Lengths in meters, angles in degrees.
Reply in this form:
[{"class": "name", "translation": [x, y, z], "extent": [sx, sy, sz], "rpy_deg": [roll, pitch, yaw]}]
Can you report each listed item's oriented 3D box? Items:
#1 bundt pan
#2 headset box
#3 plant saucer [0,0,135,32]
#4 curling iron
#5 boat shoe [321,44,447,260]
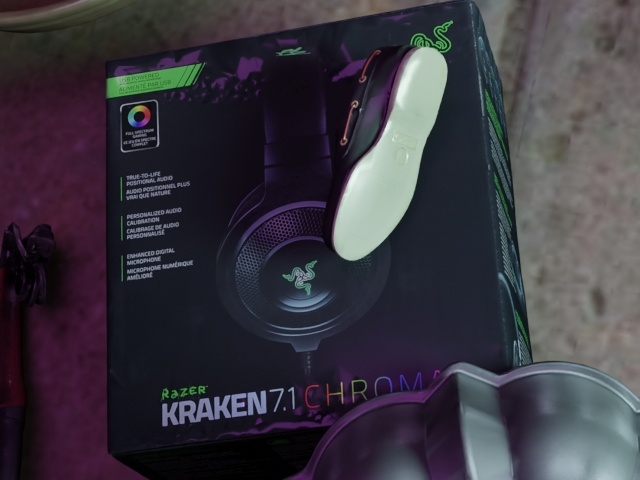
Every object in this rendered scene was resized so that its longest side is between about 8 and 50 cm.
[{"class": "bundt pan", "translation": [0.106, 0.231, 0.824], "extent": [0.331, 0.124, 0.330], "rpy_deg": [0, 94, 4]}, {"class": "headset box", "translation": [0.000, 0.000, 1.008], "extent": [0.246, 0.131, 0.283], "rpy_deg": [-7, 68, 12]}, {"class": "plant saucer", "translation": [-0.183, -0.250, 1.170], "extent": [0.278, 0.041, 0.277], "rpy_deg": [-10, 51, 13]}, {"class": "curling iron", "translation": [-0.209, 0.104, 1.054], "extent": [0.035, 0.068, 0.274], "rpy_deg": [11, 59, -17]}, {"class": "boat shoe", "translation": [0.031, -0.052, 0.925], "extent": [0.042, 0.049, 0.133], "rpy_deg": [12, 78, 47]}]
